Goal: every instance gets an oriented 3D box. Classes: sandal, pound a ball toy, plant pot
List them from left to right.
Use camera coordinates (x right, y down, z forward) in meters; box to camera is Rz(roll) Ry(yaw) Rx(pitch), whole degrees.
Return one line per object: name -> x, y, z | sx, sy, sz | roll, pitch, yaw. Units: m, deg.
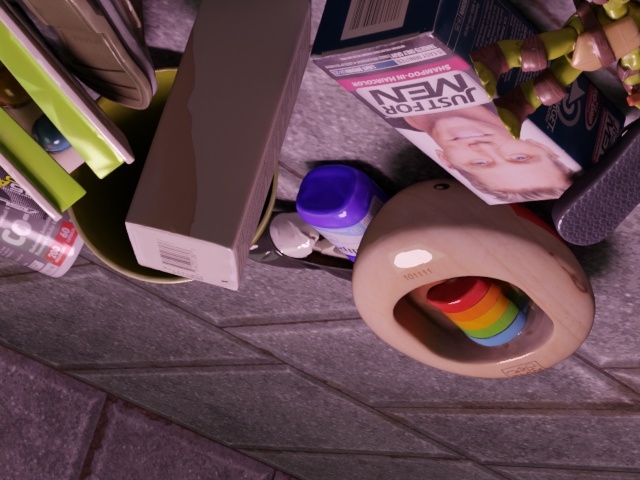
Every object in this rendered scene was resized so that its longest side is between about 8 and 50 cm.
pound a ball toy -> -0.399, -0.162, 1.492 | 0.319, 0.208, 0.136 | 50, -178, -33
plant pot -> -0.178, -0.067, 1.751 | 0.274, 0.275, 0.293 | 14, 175, 6
sandal -> 0.348, -0.097, 1.389 | 0.097, 0.054, 0.254 | 33, 120, -32

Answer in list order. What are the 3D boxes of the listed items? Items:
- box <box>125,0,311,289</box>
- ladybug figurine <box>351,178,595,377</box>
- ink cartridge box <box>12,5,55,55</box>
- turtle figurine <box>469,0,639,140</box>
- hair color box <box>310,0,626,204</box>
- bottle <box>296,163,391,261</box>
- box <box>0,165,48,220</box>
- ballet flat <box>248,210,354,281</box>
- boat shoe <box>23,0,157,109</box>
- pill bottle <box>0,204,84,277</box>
box -> -0.107, -0.120, 1.435 | 0.121, 0.311, 0.148 | 14, 159, 4
ladybug figurine -> 0.215, 0.053, 1.798 | 0.305, 0.162, 0.449 | -18, 143, 23
ink cartridge box -> -0.456, -0.207, 1.753 | 0.201, 0.117, 0.278 | 9, 159, 18
turtle figurine -> 0.255, -0.197, 1.231 | 0.217, 0.087, 0.269 | -26, 149, 12
hair color box -> 0.170, -0.164, 1.410 | 0.173, 0.105, 0.347 | -4, 152, 44
bottle -> 0.079, -0.011, 1.891 | 0.118, 0.092, 0.283 | 4, 157, 36
box -> -0.472, -0.125, 1.717 | 0.270, 0.060, 0.216 | 21, 159, -14
ballet flat -> 0.000, 0.000, 2.002 | 0.280, 0.095, 0.096 | 13, 152, -21
boat shoe -> -0.248, -0.256, 1.484 | 0.113, 0.103, 0.302 | 16, 161, 15
pill bottle -> -0.530, -0.062, 2.121 | 0.283, 0.161, 0.161 | 25, 158, -23
